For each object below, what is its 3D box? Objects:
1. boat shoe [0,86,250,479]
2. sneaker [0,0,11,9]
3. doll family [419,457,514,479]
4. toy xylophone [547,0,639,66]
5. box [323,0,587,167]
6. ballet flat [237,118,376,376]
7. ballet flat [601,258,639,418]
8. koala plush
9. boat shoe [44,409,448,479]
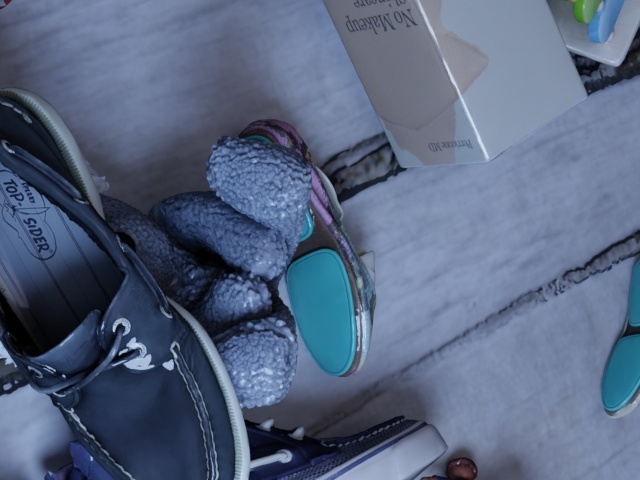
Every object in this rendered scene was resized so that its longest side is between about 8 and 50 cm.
[{"bbox_3d":[-0.168,0.050,1.295,0.340,0.127,0.113,64,19,2],"label":"boat shoe"},{"bbox_3d":[-0.322,-0.265,1.421,0.221,0.087,0.128,27,54,-32],"label":"sneaker"},{"bbox_3d":[0.165,0.248,1.588,0.193,0.076,0.111,44,32,-23],"label":"doll family"},{"bbox_3d":[0.232,-0.312,1.673,0.236,0.081,0.322,-69,154,-12],"label":"toy xylophone"},{"bbox_3d":[0.083,-0.224,1.578,0.121,0.148,0.311,-32,104,-26],"label":"box"},{"bbox_3d":[0.000,0.000,1.561,0.079,0.077,0.221,-27,94,-53],"label":"ballet flat"},{"bbox_3d":[0.301,0.092,1.733,0.052,0.057,0.168,34,64,-32],"label":"ballet flat"},{"bbox_3d":[-0.134,0.025,1.427,0.221,0.203,0.196,6,81,-9],"label":"koala plush"},{"bbox_3d":[-0.052,0.169,1.462,0.340,0.127,0.158,-21,71,-46],"label":"boat shoe"}]
